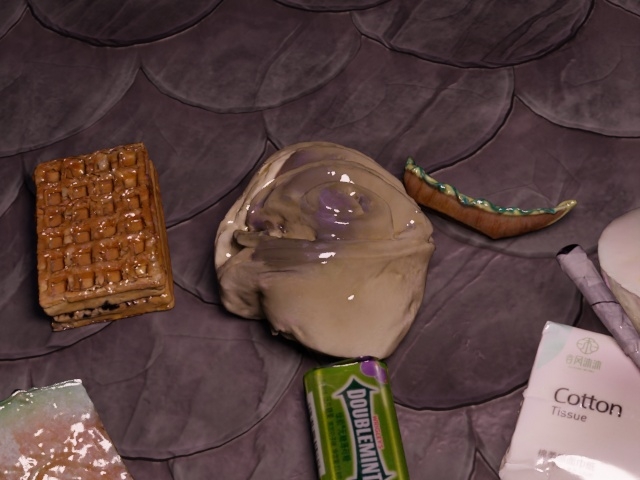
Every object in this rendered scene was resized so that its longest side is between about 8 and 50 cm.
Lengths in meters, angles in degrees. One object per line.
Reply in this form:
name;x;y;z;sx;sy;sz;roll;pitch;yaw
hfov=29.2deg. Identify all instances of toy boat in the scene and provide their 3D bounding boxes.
toy boat;0.265;-0.059;2.013;0.293;0.108;0.099;17;86;17

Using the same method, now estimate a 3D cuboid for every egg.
egg;0.573;0.093;1.803;0.337;0.201;0.337;-5;30;3

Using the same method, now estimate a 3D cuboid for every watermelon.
watermelon;-0.396;0.380;1.760;0.264;0.151;0.302;-31;75;-19

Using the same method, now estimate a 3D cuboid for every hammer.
hammer;0.442;0.160;1.642;0.152;0.044;0.427;-18;51;-9

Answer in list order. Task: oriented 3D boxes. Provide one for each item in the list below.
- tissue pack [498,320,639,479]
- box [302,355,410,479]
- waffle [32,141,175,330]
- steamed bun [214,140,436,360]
tissue pack;0.444;0.294;1.684;0.356;0.194;0.266;14;58;16
box;0.060;0.334;1.755;0.134;0.097;0.346;-8;54;-2
waffle;-0.367;-0.012;2.052;0.212;0.091;0.308;-11;54;-1
steamed bun;0.000;0.000;1.909;0.339;0.247;0.352;13;62;17
